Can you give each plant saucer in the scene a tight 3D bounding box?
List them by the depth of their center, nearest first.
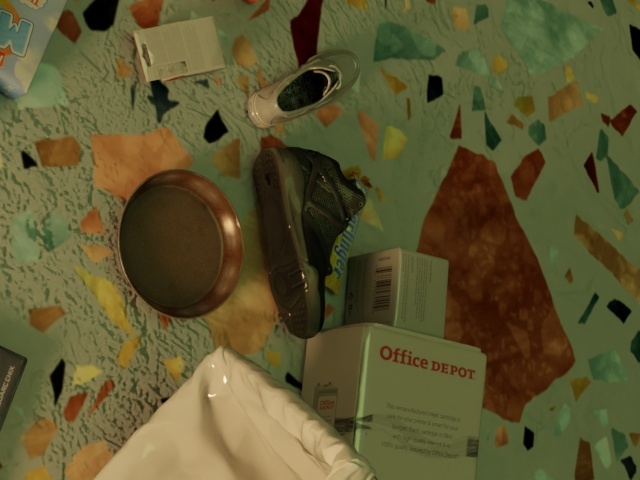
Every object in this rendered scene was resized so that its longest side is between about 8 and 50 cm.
[{"bbox_3d":[-0.160,0.005,1.516,0.168,0.029,0.168,6,81,-38],"label":"plant saucer"}]

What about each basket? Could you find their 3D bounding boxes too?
[{"bbox_3d":[-0.071,0.336,1.302,0.331,0.328,0.266,-46,118,-9],"label":"basket"}]

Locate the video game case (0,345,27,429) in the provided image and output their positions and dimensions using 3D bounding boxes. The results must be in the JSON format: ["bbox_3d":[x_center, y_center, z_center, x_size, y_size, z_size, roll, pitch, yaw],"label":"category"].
[{"bbox_3d":[-0.427,0.147,1.276,0.274,0.026,0.196,32,65,-33],"label":"video game case"}]

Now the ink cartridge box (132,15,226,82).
[{"bbox_3d":[-0.165,-0.215,1.542,0.115,0.029,0.063,-18,96,-39],"label":"ink cartridge box"}]

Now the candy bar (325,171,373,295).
[{"bbox_3d":[0.030,-0.012,1.684,0.040,0.018,0.161,32,65,-33],"label":"candy bar"}]

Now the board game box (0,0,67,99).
[{"bbox_3d":[-0.336,-0.277,1.401,0.160,0.039,0.211,32,65,-32],"label":"board game box"}]

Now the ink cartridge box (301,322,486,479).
[{"bbox_3d":[0.081,0.256,1.624,0.207,0.117,0.283,16,74,-37],"label":"ink cartridge box"}]

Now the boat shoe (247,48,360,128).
[{"bbox_3d":[-0.007,-0.190,1.647,0.184,0.063,0.066,-25,100,-39],"label":"boat shoe"}]

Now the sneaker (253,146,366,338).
[{"bbox_3d":[0.000,0.000,1.612,0.130,0.087,0.227,-4,81,-34],"label":"sneaker"}]

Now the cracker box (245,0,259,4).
[{"bbox_3d":[-0.057,-0.355,1.518,0.156,0.232,0.067,33,64,-32],"label":"cracker box"}]

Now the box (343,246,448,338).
[{"bbox_3d":[0.093,0.070,1.671,0.087,0.102,0.101,14,74,-36],"label":"box"}]
